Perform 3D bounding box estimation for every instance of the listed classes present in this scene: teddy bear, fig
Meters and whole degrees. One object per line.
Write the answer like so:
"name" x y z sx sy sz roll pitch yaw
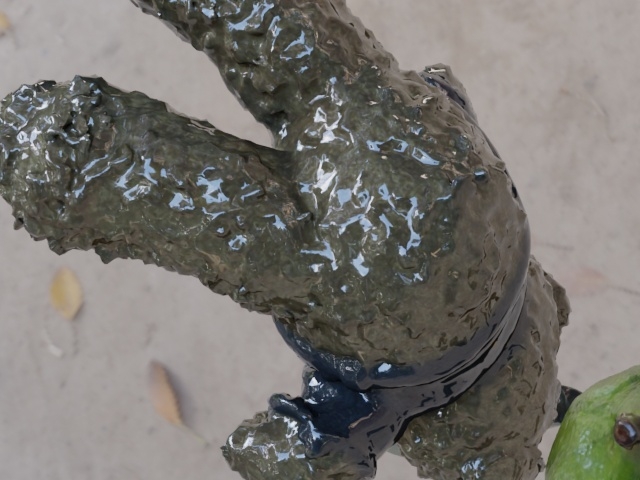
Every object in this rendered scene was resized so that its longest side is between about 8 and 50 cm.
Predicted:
"teddy bear" 0.012 0.000 0.505 0.129 0.251 0.182 5 60 51
"fig" 0.264 0.165 1.098 0.203 0.235 0.203 -4 61 8

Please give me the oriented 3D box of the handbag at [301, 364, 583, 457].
"handbag" 0.122 0.133 1.479 0.315 0.241 0.109 141 145 -63
